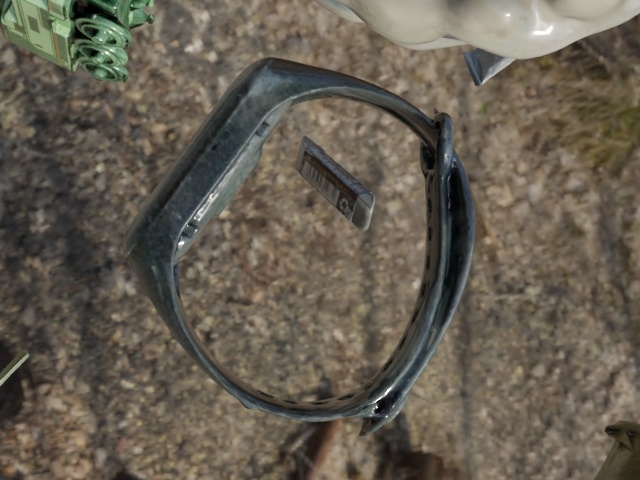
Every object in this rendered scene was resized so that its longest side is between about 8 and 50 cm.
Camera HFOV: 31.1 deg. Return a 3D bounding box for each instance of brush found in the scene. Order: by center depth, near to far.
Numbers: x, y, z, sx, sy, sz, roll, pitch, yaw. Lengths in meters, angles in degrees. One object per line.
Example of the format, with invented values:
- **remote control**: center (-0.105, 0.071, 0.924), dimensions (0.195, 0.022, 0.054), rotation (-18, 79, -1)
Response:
- **brush**: center (-0.229, 0.103, 0.773), dimensions (0.083, 0.016, 0.013), rotation (-47, 107, -15)

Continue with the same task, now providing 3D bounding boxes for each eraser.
- **eraser**: center (0.011, -0.044, 0.872), dimensions (0.019, 0.027, 0.099), rotation (-17, 45, -37)

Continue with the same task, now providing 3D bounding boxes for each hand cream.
- **hand cream**: center (0.143, -0.143, 0.804), dimensions (0.019, 0.093, 0.030), rotation (22, 41, -52)

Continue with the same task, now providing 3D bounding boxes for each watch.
- **watch**: center (0.000, 0.000, 0.677), dimensions (0.193, 0.068, 0.206), rotation (37, 89, -5)

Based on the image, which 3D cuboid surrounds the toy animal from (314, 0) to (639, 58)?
- **toy animal**: center (0.063, -0.140, 0.366), dimensions (0.156, 0.208, 0.204), rotation (50, 5, -11)

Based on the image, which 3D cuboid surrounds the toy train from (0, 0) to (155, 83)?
- **toy train**: center (-0.087, -0.084, 0.406), dimensions (0.053, 0.083, 0.033), rotation (24, 79, -5)

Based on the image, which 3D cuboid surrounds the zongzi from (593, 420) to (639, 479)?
- **zongzi**: center (0.289, 0.234, 0.812), dimensions (0.221, 0.242, 0.112), rotation (-36, 129, -48)
